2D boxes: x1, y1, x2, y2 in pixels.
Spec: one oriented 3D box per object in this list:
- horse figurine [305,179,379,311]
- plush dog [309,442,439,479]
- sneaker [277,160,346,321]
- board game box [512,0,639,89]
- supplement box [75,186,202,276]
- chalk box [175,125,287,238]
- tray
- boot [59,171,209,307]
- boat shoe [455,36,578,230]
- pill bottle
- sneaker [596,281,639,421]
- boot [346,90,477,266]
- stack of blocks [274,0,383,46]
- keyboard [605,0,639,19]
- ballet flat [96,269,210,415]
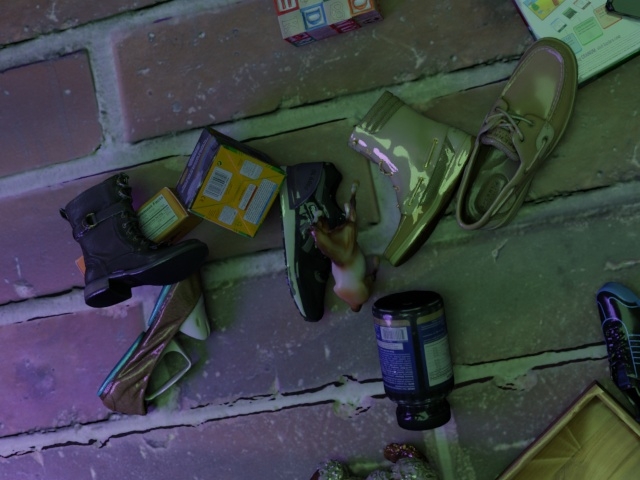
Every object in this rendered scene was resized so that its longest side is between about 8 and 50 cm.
[{"bbox_3d":[0.049,0.029,1.758,0.066,0.174,0.263,-1,128,17],"label":"horse figurine"},{"bbox_3d":[0.115,0.466,1.770,0.210,0.262,0.225,36,111,-22],"label":"plush dog"},{"bbox_3d":[0.000,0.000,1.840,0.124,0.107,0.283,-8,88,8],"label":"sneaker"},{"bbox_3d":[0.438,-0.439,1.743,0.242,0.064,0.317,-29,83,13],"label":"board game box"},{"bbox_3d":[-0.335,0.000,1.936,0.233,0.078,0.080,-36,78,11],"label":"supplement box"},{"bbox_3d":[-0.165,-0.109,1.846,0.132,0.213,0.132,24,99,-20],"label":"chalk box"},{"bbox_3d":[0.391,0.452,1.754,0.203,0.076,0.411,44,99,10],"label":"tray"},{"bbox_3d":[-0.337,-0.022,1.848,0.263,0.091,0.229,-20,64,10],"label":"boot"},{"bbox_3d":[0.320,-0.168,1.716,0.121,0.110,0.341,27,108,25],"label":"boat shoe"},{"bbox_3d":[0.162,0.204,1.777,0.122,0.123,0.219,-6,102,14],"label":"pill bottle"},{"bbox_3d":[0.505,0.183,1.703,0.232,0.090,0.081,62,147,6],"label":"sneaker"},{"bbox_3d":[0.127,-0.107,1.807,0.203,0.095,0.262,31,96,12],"label":"boot"},{"bbox_3d":[-0.011,-0.513,1.845,0.171,0.087,0.297,-15,86,14],"label":"stack of blocks"},{"bbox_3d":[0.557,-0.397,1.668,0.180,0.023,0.108,18,101,13],"label":"keyboard"},{"bbox_3d":[-0.279,0.181,1.915,0.124,0.116,0.342,30,98,-8],"label":"ballet flat"}]
